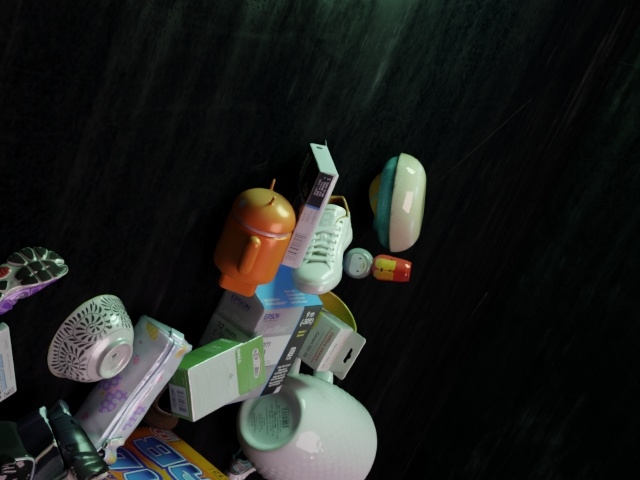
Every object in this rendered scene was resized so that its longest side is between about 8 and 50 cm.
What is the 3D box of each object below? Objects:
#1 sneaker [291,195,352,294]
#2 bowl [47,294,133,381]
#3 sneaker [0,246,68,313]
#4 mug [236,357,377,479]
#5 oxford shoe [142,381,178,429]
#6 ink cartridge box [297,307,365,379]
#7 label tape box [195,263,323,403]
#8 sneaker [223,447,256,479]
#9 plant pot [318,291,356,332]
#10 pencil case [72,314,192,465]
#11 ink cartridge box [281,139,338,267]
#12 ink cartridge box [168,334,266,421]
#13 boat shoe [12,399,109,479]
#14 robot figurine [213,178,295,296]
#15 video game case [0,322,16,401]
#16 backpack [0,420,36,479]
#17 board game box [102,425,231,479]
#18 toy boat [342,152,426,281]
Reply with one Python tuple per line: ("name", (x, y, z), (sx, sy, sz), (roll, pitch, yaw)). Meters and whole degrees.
("sneaker", (0.000, 0.000, 2.167), (0.290, 0.106, 0.123), (-70, 161, -58))
("bowl", (-0.376, 0.185, 1.793), (0.170, 0.080, 0.170), (-40, 150, -29))
("sneaker", (-0.457, 0.066, 1.550), (0.170, 0.068, 0.071), (-26, 158, -33))
("mug", (-0.042, 0.407, 2.485), (0.328, 0.276, 0.374), (43, 51, -58))
("oxford shoe", (-0.308, 0.326, 2.064), (0.083, 0.096, 0.227), (-46, 155, -24))
("ink cartridge box", (-0.010, 0.214, 2.339), (0.115, 0.198, 0.067), (-60, 155, 8))
("label tape box", (-0.115, 0.166, 2.199), (0.249, 0.115, 0.347), (2, 120, -62))
("sneaker", (-0.169, 0.534, 2.602), (0.166, 0.065, 0.076), (-29, 140, -47))
("plant pot", (0.004, 0.196, 2.453), (0.095, 0.134, 0.134), (-39, 163, 24))
("pencil case", (-0.348, 0.268, 1.888), (0.273, 0.113, 0.124), (-56, -167, -8))
("ink cartridge box", (-0.032, -0.080, 2.053), (0.208, 0.045, 0.206), (-103, -147, -66))
("ink cartridge box", (-0.199, 0.258, 2.028), (0.209, 0.062, 0.109), (-22, 115, -47))
("boat shoe", (-0.511, 0.402, 1.787), (0.340, 0.158, 0.127), (-36, 169, 25))
("robot figurine", (-0.124, -0.006, 1.966), (0.158, 0.128, 0.219), (-10, 130, -51))
("video game case", (-0.538, 0.217, 1.614), (0.143, 0.019, 0.157), (-35, 148, -38))
("backpack", (-0.562, 0.392, 1.558), (0.225, 0.191, 0.253), (-2, 117, -40))
("board game box", (-0.361, 0.608, 1.992), (0.356, 0.356, 0.356), (-61, 154, 10))
("toy boat", (0.149, -0.043, 2.352), (0.267, 0.148, 0.318), (88, 14, -53))
